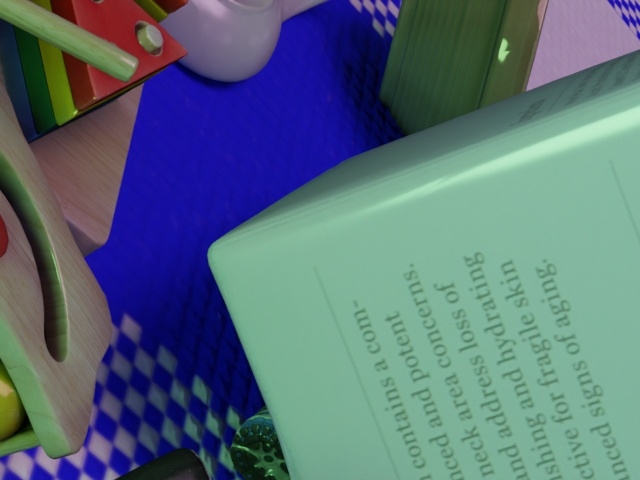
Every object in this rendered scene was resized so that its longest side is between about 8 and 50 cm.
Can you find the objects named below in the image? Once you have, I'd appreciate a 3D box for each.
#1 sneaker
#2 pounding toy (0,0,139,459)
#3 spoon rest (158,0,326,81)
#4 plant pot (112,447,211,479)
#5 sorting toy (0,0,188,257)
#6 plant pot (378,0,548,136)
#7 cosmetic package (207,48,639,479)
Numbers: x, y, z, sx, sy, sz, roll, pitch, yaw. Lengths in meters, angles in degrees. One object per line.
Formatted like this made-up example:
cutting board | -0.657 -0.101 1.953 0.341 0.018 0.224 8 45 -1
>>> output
sneaker | 0.003 0.151 1.081 0.135 0.052 0.058 54 25 -13
pounding toy | -0.166 -0.022 0.810 0.269 0.155 0.154 66 22 -17
spoon rest | -0.043 -0.191 1.302 0.276 0.084 0.137 -21 82 -48
plant pot | -0.129 0.214 0.698 0.167 0.188 0.187 -12 75 -47
sorting toy | -0.175 -0.166 0.992 0.257 0.089 0.255 42 35 -31
plant pot | 0.113 -0.157 1.414 0.109 0.237 0.237 14 38 1
cosmetic package | 0.204 0.060 1.023 0.327 0.393 0.329 -40 110 -73
